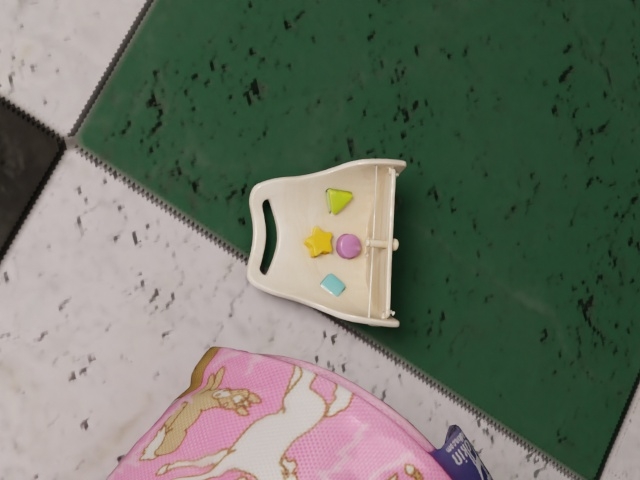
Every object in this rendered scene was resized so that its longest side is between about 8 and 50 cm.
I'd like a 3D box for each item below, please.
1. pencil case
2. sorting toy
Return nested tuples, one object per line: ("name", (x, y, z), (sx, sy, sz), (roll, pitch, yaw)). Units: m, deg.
("pencil case", (-0.076, 0.231, 0.652), (0.386, 0.167, 0.160), (-54, 145, -21))
("sorting toy", (0.000, 0.000, 0.780), (0.075, 0.045, 0.083), (6, 83, -21))
